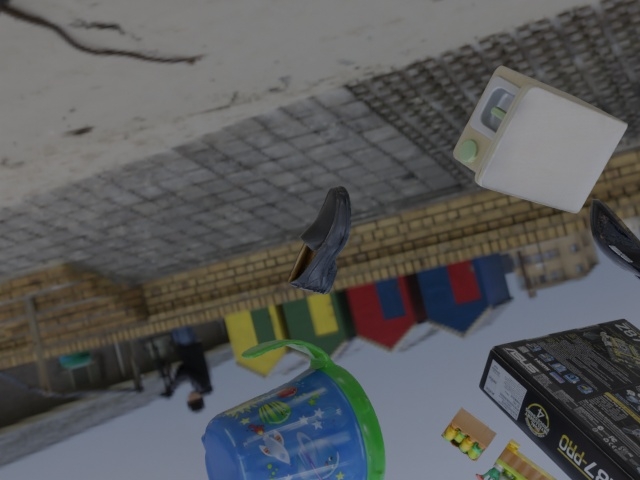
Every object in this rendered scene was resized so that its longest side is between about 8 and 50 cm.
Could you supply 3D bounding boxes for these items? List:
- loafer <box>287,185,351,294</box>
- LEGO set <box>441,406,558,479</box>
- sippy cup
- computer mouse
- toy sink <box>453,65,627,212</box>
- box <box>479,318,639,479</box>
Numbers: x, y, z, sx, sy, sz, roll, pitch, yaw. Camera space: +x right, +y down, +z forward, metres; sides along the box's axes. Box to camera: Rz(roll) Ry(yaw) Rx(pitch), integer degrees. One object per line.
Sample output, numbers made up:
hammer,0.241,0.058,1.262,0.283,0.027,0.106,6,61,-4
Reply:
loafer,0.000,0.000,1.327,0.061,0.170,0.062,5,-161,-25
LEGO set,0.232,0.309,0.973,0.107,0.287,0.132,-51,-163,-12
sippy cup,-0.054,0.328,1.415,0.224,0.305,0.240,-10,145,-29
computer mouse,0.536,0.044,1.548,0.060,0.262,0.184,-44,173,19
toy sink,0.293,-0.149,1.300,0.234,0.152,0.131,10,-157,-39
box,0.486,0.278,1.382,0.318,0.097,0.395,-9,-146,-31
